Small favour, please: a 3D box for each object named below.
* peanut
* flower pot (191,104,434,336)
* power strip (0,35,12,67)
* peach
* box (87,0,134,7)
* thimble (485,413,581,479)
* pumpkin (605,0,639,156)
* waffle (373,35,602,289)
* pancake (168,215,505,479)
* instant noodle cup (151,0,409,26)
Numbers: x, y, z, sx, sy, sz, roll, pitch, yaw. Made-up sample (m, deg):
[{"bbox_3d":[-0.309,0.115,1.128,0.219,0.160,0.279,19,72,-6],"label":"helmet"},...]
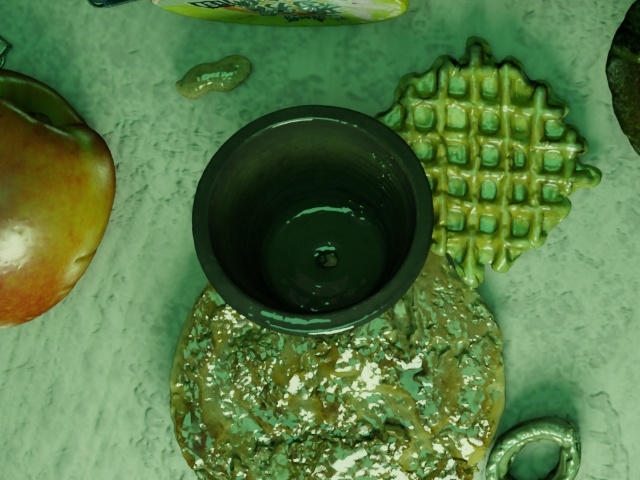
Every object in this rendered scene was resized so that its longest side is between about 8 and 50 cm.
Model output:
[{"bbox_3d":[-0.112,-0.171,1.942,0.083,0.037,0.037,-13,93,13],"label":"peanut"},{"bbox_3d":[0.000,0.000,1.841,0.235,0.148,0.235,-2,71,6],"label":"flower pot"},{"bbox_3d":[-0.392,-0.230,1.982,0.136,0.019,0.051,42,101,2],"label":"power strip"},{"bbox_3d":[-0.357,-0.032,1.917,0.248,0.245,0.275,37,111,31],"label":"peach"},{"bbox_3d":[-0.223,-0.295,1.935,0.074,0.054,0.099,-13,94,11],"label":"box"},{"bbox_3d":[0.222,0.226,1.915,0.110,0.062,0.084,-44,87,9],"label":"thimble"},{"bbox_3d":[0.395,-0.158,1.810,0.238,0.159,0.238,2,103,7],"label":"pumpkin"},{"bbox_3d":[0.161,-0.087,1.900,0.204,0.054,0.223,-44,88,7],"label":"waffle"},{"bbox_3d":[0.020,0.141,1.935,0.356,0.065,0.356,0,94,5],"label":"pancake"},{"bbox_3d":[-0.036,-0.327,1.821,0.264,0.264,0.200,2,86,8],"label":"instant noodle cup"}]
